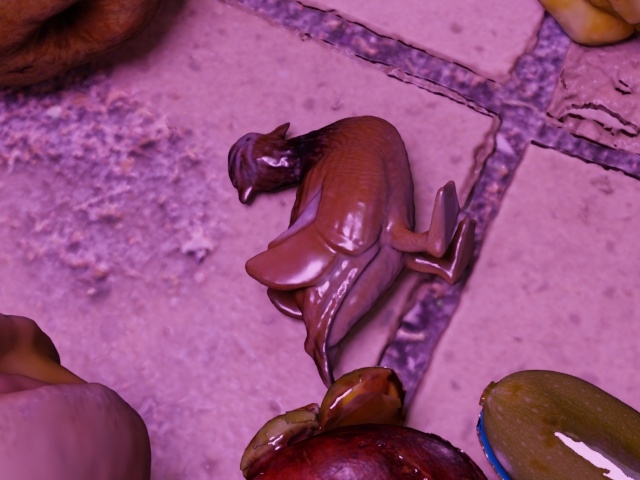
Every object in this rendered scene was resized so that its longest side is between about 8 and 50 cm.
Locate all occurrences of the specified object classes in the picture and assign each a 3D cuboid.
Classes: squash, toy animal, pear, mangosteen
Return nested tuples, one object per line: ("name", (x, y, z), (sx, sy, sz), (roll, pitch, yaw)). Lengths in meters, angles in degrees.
("squash", (0.230, 0.191, 0.700), (0.094, 0.094, 0.341), (-41, 71, -16))
("toy animal", (0.000, 0.000, 0.786), (0.179, 0.089, 0.188), (12, 67, 23))
("pear", (-0.209, -0.203, 0.804), (0.228, 0.188, 0.211), (-31, 58, -12))
("mangosteen", (0.015, 0.164, 0.681), (0.166, 0.166, 0.180), (-20, 44, -8))

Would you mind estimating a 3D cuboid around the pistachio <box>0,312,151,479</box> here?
("pistachio", (-0.232, 0.225, 0.540), (0.281, 0.365, 0.445), (28, 41, 12))

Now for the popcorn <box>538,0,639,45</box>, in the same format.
("popcorn", (0.244, -0.248, 0.832), (0.181, 0.217, 0.235), (17, 59, -22))
